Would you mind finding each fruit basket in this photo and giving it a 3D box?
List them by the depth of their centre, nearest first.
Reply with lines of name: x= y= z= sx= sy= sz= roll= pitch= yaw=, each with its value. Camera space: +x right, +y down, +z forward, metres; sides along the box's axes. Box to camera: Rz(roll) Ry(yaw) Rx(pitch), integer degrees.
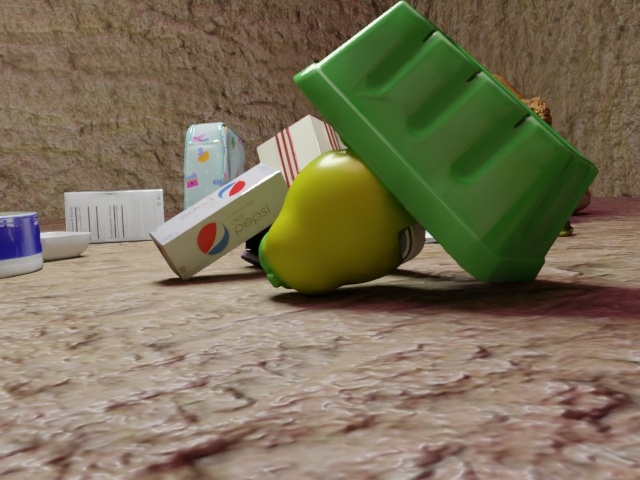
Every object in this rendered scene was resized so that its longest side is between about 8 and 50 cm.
fruit basket: x=0.102 y=-0.065 z=0.860 sx=0.392 sy=0.391 sz=0.283 roll=1 pitch=-2 yaw=33

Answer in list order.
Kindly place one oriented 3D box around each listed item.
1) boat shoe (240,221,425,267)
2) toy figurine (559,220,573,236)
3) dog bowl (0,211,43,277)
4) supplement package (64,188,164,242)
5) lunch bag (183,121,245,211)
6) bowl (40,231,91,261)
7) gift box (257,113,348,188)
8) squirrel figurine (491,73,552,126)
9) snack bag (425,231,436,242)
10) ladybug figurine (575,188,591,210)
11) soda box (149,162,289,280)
boat shoe: x=0.000 y=0.000 z=1.059 sx=0.158 sy=0.127 sz=0.341 roll=-21 pitch=12 yaw=-34
toy figurine: x=0.387 y=-0.140 z=1.498 sx=0.363 sy=0.217 sz=0.191 roll=13 pitch=10 yaw=38
dog bowl: x=-0.637 y=0.008 z=1.174 sx=0.265 sy=0.104 sz=0.265 roll=-2 pitch=5 yaw=0
supplement package: x=-0.539 y=-0.067 z=1.754 sx=0.244 sy=0.133 sz=0.139 roll=-3 pitch=6 yaw=-13
lunch bag: x=-0.250 y=-0.131 z=1.607 sx=0.108 sy=0.279 sz=0.224 roll=-1 pitch=-5 yaw=8
bowl: x=-0.567 y=0.012 z=1.380 sx=0.142 sy=0.053 sz=0.142 roll=2 pitch=7 yaw=33
gift box: x=-0.007 y=-0.204 z=2.069 sx=0.255 sy=0.258 sz=0.276 roll=-29 pitch=-26 yaw=33
squirrel figurine: x=0.441 y=-0.283 z=1.900 sx=0.371 sy=0.280 sz=0.397 roll=-26 pitch=24 yaw=-18
snack bag: x=0.186 y=-0.027 z=1.579 sx=0.323 sy=0.037 sz=0.342 roll=1 pitch=6 yaw=22
ladybug figurine: x=0.646 y=-0.161 z=2.122 sx=0.450 sy=0.161 sz=0.305 roll=-3 pitch=5 yaw=-8
soda box: x=-0.149 y=-0.032 z=1.030 sx=0.216 sy=0.073 sz=0.069 roll=-34 pitch=32 yaw=-16
